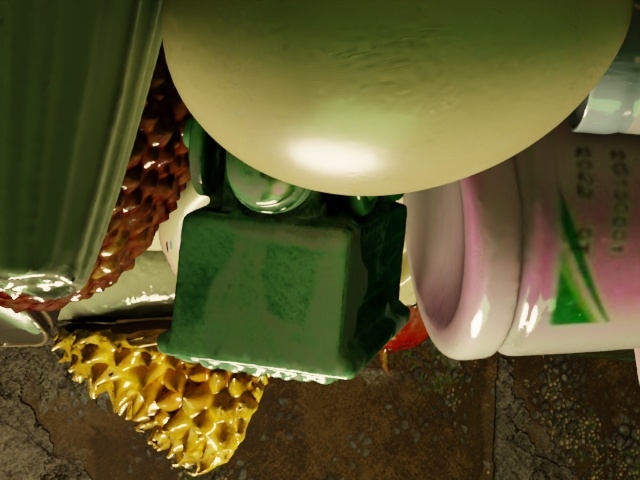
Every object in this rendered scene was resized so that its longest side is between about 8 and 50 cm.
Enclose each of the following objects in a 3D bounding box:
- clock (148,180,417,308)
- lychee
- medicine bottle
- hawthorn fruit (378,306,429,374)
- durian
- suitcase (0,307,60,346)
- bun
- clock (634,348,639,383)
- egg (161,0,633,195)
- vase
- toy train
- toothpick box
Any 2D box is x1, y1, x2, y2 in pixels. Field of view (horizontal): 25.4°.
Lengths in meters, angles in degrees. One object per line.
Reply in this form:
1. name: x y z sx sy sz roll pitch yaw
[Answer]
1. clock: -0.012 -0.036 1.254 0.284 0.114 0.309 -29 143 28
2. lychee: -0.208 -0.065 1.056 0.271 0.236 0.236 -31 161 14
3. medicine bottle: 0.240 -0.023 1.067 0.325 0.212 0.212 -2 172 -10
4. hawthorn fruit: 0.083 0.089 1.990 0.179 0.200 0.179 -2 173 0
5. durian: -0.176 0.125 1.468 0.196 0.185 0.305 22 177 -27
6. suitcase: -0.439 -0.022 1.351 0.434 0.194 0.283 -4 140 30
7. bun: -0.169 -0.012 1.513 0.293 0.187 0.293 -1 180 0
8. clock: 0.283 0.016 1.219 0.290 0.275 0.080 8 174 -9
9. egg: 0.039 -0.118 0.730 0.242 0.186 0.186 -13 171 -2
10. vase: -0.143 -0.095 0.740 0.128 0.248 0.128 4 172 1
11. toy train: -0.011 -0.021 0.990 0.145 0.202 0.266 7 -172 13
12. toothpick box: 0.247 -0.114 0.941 0.153 0.101 0.101 4 171 -1
